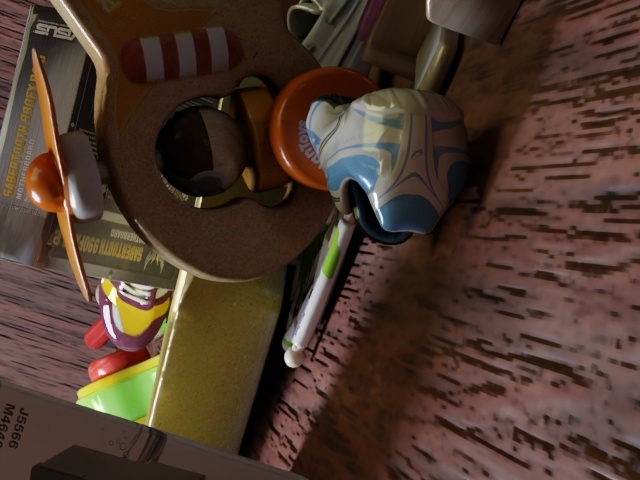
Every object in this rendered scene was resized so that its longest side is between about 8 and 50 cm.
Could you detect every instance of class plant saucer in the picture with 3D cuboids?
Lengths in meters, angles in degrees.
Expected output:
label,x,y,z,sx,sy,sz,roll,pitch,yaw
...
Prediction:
label,x,y,z,sx,sy,sz,roll,pitch,yaw
plant saucer,-0.083,0.057,1.500,0.332,0.081,0.332,-84,9,-52

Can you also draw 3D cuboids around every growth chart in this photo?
label,x,y,z,sx,sy,sz,roll,pitch,yaw
growth chart,0.000,0.000,1.382,0.237,0.021,0.172,-92,21,-68

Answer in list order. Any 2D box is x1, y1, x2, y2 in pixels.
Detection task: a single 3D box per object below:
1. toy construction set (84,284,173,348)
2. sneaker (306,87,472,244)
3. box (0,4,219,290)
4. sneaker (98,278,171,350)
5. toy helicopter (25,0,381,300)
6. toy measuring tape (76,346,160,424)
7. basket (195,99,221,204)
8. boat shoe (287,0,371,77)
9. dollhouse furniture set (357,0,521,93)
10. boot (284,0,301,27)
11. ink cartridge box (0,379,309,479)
label,x,y,z,sx,sy,sz,roll,pitch,yaw
toy construction set,-0.161,-0.062,1.896,0.237,0.257,0.308,-41,38,50
sneaker,0.033,-0.042,1.066,0.237,0.085,0.086,-165,86,-84
box,-0.161,-0.063,1.363,0.231,0.056,0.183,14,-90,-68
sneaker,-0.157,0.016,1.582,0.084,0.070,0.185,-74,-2,-75
toy helicopter,-0.135,-0.119,1.215,0.235,0.355,0.140,-40,11,-9
toy measuring tape,-0.192,0.163,1.887,0.330,0.121,0.121,141,147,-75
basket,-0.072,-0.089,1.734,0.167,0.103,0.113,127,158,-62
boat shoe,0.012,-0.167,1.394,0.083,0.076,0.226,-55,11,50
dollhouse furniture set,-0.024,-0.234,1.079,0.198,0.303,0.286,-81,13,-52
boot,-0.053,-0.233,1.778,0.197,0.073,0.152,-8,-50,-61
ink cartridge box,-0.166,0.206,1.162,0.115,0.273,0.198,160,128,-76
